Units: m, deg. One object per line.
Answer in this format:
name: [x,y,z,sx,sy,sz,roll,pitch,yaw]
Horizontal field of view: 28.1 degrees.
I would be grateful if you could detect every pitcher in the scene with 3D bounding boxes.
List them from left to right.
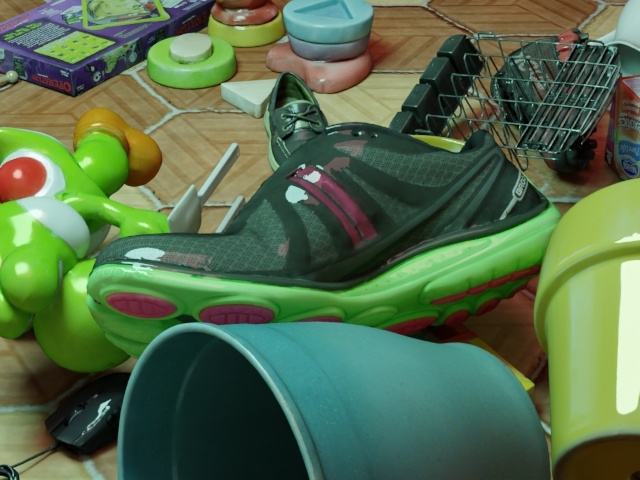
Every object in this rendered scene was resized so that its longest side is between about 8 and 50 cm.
pitcher: [0.454,-0.291,1.832,0.178,0.125,0.207,9,42,42]

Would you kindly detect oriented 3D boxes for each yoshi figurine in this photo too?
yoshi figurine: [-0.240,0.014,1.267,0.203,0.203,0.362,7,26,-3]

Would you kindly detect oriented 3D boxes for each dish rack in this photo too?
dish rack: [0.228,-0.166,1.556,0.272,0.074,0.208,10,56,37]

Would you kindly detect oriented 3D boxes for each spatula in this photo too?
spatula: [-0.110,0.006,1.314,0.019,0.168,0.242,-4,23,14]

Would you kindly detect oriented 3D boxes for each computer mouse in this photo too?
computer mouse: [-0.250,0.178,1.151,0.071,0.041,0.242,29,43,36]

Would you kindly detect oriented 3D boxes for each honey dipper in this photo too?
honey dipper: [-0.484,-0.206,1.766,0.030,0.030,0.161,23,35,31]

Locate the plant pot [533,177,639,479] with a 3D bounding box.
plant pot: [0.296,0.114,1.087,0.254,0.254,0.239,10,50,15]

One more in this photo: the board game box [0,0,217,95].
board game box: [-0.332,-0.323,1.934,0.208,0.056,0.347,24,39,26]

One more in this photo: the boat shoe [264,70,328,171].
boat shoe: [-0.031,-0.146,1.627,0.080,0.073,0.223,-6,33,-9]

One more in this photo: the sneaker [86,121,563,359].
sneaker: [0.000,0.000,1.201,0.483,0.185,0.202,-10,65,-30]

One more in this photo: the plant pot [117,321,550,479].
plant pot: [0.022,0.181,0.966,0.255,0.271,0.272,-6,30,-37]

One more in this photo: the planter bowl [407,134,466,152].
planter bowl: [0.110,-0.030,1.430,0.217,0.090,0.217,0,33,0]

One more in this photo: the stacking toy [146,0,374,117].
stacking toy: [-0.092,-0.312,1.837,0.309,0.130,0.279,24,39,33]

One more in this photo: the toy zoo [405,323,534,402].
toy zoo: [0.070,0.127,1.239,0.192,0.030,0.293,-18,37,-26]

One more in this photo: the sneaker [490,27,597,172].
sneaker: [0.288,-0.175,1.659,0.135,0.097,0.276,-6,38,14]

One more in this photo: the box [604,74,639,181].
box: [0.495,-0.135,1.565,0.257,0.122,0.128,-8,34,-13]
